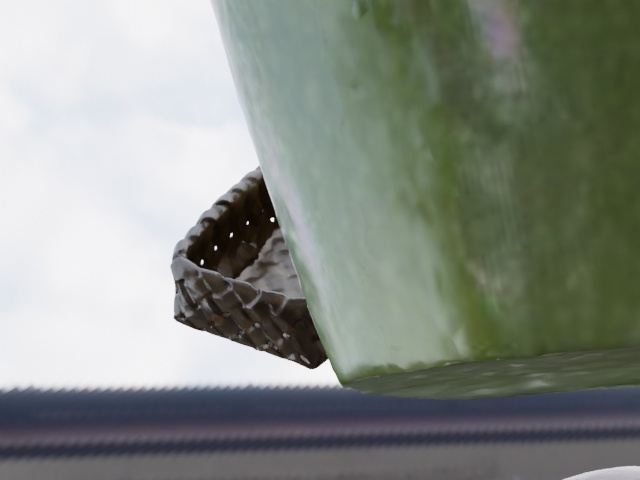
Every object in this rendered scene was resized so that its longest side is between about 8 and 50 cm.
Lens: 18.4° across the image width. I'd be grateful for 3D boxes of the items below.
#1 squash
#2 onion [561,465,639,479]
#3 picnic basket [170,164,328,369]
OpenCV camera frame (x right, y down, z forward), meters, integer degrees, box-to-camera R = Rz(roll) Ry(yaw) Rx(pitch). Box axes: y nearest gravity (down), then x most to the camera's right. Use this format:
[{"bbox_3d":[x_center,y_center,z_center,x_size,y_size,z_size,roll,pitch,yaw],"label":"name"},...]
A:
[{"bbox_3d":[0.059,-0.037,0.366,0.170,0.170,0.122,0,-98,-28],"label":"squash"},{"bbox_3d":[0.181,0.310,1.113,0.354,0.353,0.353,-13,-58,-21],"label":"onion"},{"bbox_3d":[0.000,0.000,1.090,0.193,0.110,0.054,-45,-36,-48],"label":"picnic basket"}]
